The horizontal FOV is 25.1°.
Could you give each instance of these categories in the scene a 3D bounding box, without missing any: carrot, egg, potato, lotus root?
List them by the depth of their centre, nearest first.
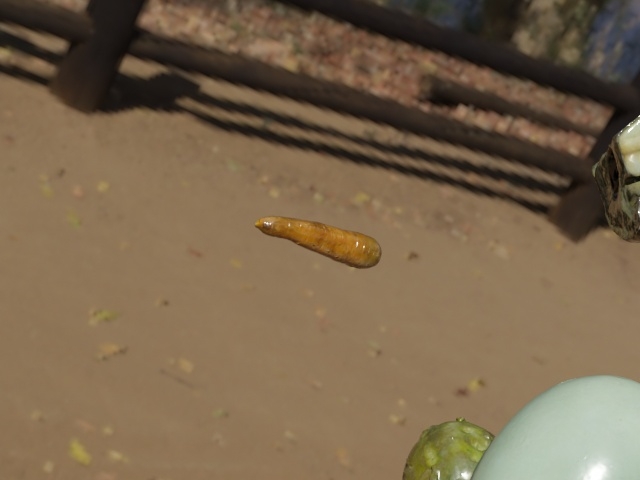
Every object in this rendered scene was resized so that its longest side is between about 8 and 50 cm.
[{"bbox_3d":[0.244,0.264,1.399,0.202,0.283,0.203,27,-4,2],"label":"egg"},{"bbox_3d":[0.168,0.331,1.593,0.141,0.298,0.176,-2,29,22],"label":"potato"},{"bbox_3d":[0.452,-0.110,1.606,0.210,0.314,0.142,64,0,22],"label":"lotus root"},{"bbox_3d":[0.000,0.000,1.827,0.191,0.047,0.047,15,25,-38],"label":"carrot"}]
